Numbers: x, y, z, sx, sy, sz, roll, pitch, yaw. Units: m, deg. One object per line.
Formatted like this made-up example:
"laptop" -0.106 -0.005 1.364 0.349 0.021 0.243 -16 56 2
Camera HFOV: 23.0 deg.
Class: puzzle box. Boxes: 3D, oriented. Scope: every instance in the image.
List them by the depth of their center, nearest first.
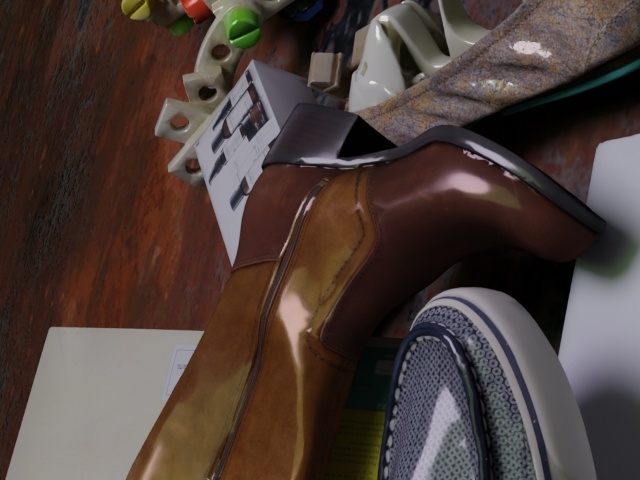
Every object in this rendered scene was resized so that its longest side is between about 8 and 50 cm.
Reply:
"puzzle box" -0.054 0.194 1.010 0.409 0.052 0.272 0 67 37

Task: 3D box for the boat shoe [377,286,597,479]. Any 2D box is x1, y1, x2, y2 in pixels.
"boat shoe" 0.043 0.191 0.764 0.127 0.158 0.341 -22 70 56

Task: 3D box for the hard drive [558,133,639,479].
"hard drive" 0.198 0.109 0.798 0.233 0.047 0.353 -8 67 59

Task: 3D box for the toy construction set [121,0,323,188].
"toy construction set" -0.104 -0.214 1.400 0.215 0.151 0.328 -31 50 15

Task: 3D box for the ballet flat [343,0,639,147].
"ballet flat" 0.094 -0.122 1.040 0.316 0.106 0.107 -25 12 46

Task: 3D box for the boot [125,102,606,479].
"boot" 0.015 0.066 0.926 0.264 0.096 0.280 17 80 39

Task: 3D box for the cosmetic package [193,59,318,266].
"cosmetic package" -0.028 -0.024 1.188 0.099 0.060 0.239 -55 36 29

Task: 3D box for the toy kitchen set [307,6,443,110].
"toy kitchen set" 0.040 -0.132 1.189 0.075 0.068 0.083 -21 55 54
